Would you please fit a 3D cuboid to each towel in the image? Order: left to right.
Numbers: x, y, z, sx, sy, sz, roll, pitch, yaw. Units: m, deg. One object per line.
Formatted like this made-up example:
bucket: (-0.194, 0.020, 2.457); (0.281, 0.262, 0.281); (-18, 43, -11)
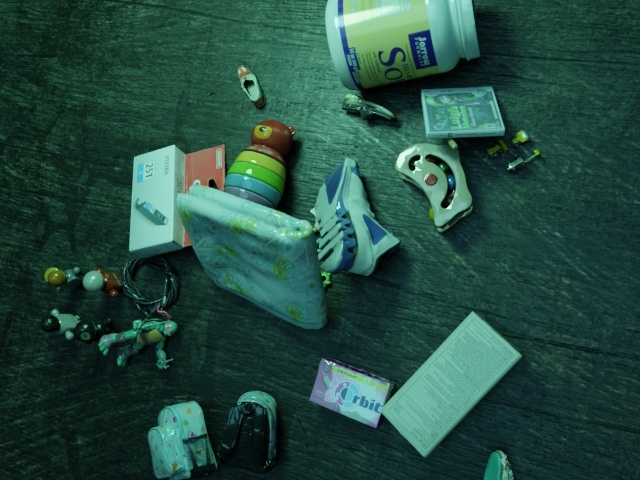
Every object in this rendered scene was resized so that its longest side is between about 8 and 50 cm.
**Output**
towel: (-0.159, 0.041, 1.487); (0.374, 0.320, 0.090); (20, 54, 27)

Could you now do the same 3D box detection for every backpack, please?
backpack: (-0.356, 0.508, 1.576); (0.166, 0.144, 0.188); (-37, 57, 52)
backpack: (-0.173, 0.468, 1.540); (0.152, 0.115, 0.182); (6, 98, 5)

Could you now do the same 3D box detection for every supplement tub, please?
supplement tub: (0.200, -0.505, 1.483); (0.331, 0.241, 0.241); (-8, 80, 18)

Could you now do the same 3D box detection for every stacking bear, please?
stacking bear: (-0.160, -0.180, 1.608); (0.175, 0.164, 0.289); (14, 77, 27)

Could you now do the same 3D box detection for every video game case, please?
video game case: (0.328, -0.302, 1.450); (0.173, 0.022, 0.190); (-2, 44, 5)

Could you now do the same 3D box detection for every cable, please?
cable: (-0.478, 0.111, 1.733); (0.150, 0.047, 0.184); (-41, 72, 9)

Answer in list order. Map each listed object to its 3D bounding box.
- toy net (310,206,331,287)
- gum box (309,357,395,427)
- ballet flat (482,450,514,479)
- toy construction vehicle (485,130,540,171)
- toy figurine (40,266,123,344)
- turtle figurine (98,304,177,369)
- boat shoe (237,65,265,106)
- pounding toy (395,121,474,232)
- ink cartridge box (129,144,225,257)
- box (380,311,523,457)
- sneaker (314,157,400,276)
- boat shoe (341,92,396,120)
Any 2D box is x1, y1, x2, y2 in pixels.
toy net: (0.000, 0.000, 1.586); (0.122, 0.045, 0.232); (18, 88, 21)
gum box: (0.072, 0.364, 1.502); (0.188, 0.062, 0.107); (17, 88, 20)
ballet flat: (0.391, 0.583, 1.366); (0.077, 0.091, 0.241); (13, 91, -10)
toy construction vehicle: (0.456, -0.206, 1.469); (0.098, 0.035, 0.086); (-33, 63, 9)
toy figurine: (-0.669, 0.178, 1.735); (0.209, 0.148, 0.213); (6, 85, 19)
turtle figurine: (-0.466, 0.268, 1.676); (0.234, 0.118, 0.175); (-19, 118, 17)
boat shoe: (-0.196, -0.431, 1.713); (0.049, 0.043, 0.137); (-31, 73, 14)
pounding toy: (0.258, -0.162, 1.462); (0.154, 0.155, 0.269); (-16, 76, 13)
ink cartridge box: (-0.389, -0.121, 1.693); (0.261, 0.066, 0.296); (-12, 66, 17)
box: (0.296, 0.320, 1.401); (0.311, 0.121, 0.148); (-47, 71, 7)
sneaker: (0.093, -0.031, 1.518); (0.127, 0.182, 0.315); (-41, 37, 43)
boat shoe: (0.122, -0.330, 1.588); (0.152, 0.056, 0.049); (29, 98, 30)
